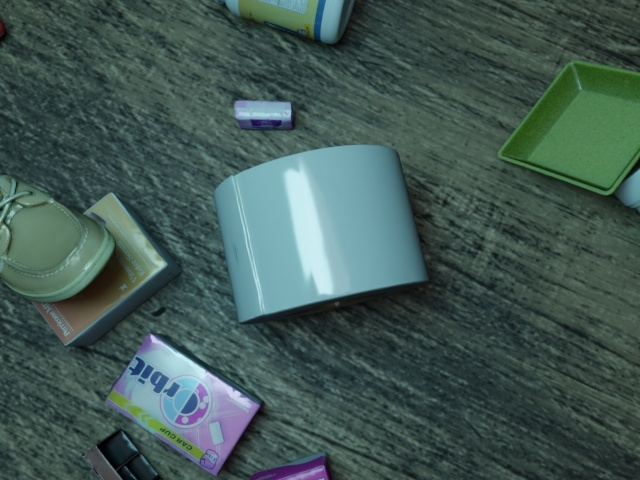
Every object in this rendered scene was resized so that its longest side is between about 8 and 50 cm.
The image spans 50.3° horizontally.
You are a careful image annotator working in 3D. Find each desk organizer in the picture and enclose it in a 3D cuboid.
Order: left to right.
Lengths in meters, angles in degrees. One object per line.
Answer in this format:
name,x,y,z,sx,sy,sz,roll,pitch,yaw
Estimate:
desk organizer,-0.248,0.312,0.893,0.050,0.047,0.130,-41,83,-8

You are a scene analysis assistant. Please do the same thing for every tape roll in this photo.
tape roll,0.000,0.000,0.856,0.246,0.246,0.169,-13,82,-1

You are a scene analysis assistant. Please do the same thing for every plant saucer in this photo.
plant saucer,0.372,-0.149,0.933,0.188,0.045,0.188,-51,42,-6

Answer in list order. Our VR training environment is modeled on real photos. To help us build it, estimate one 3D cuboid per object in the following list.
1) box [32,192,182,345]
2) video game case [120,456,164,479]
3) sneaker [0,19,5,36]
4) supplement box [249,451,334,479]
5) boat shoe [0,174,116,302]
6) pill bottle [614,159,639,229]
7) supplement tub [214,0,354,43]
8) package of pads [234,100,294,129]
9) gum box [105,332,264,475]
box,-0.302,0.042,0.932,0.170,0.091,0.130,-40,83,-5
video game case,-0.244,0.419,0.910,0.173,0.022,0.190,34,84,6
sneaker,-0.535,-0.421,1.002,0.118,0.107,0.279,-33,85,-13
supplement box,-0.012,0.398,0.864,0.114,0.111,0.220,-16,81,-1
boat shoe,-0.384,-0.016,0.843,0.341,0.110,0.122,14,61,40
pill bottle,0.529,-0.009,0.890,0.162,0.162,0.278,-40,83,-5
supplement tub,-0.051,-0.374,0.962,0.199,0.144,0.144,18,82,4
package of pads,-0.080,-0.180,0.981,0.083,0.050,0.032,2,82,2
gum box,-0.184,0.214,0.918,0.188,0.062,0.107,32,83,5
